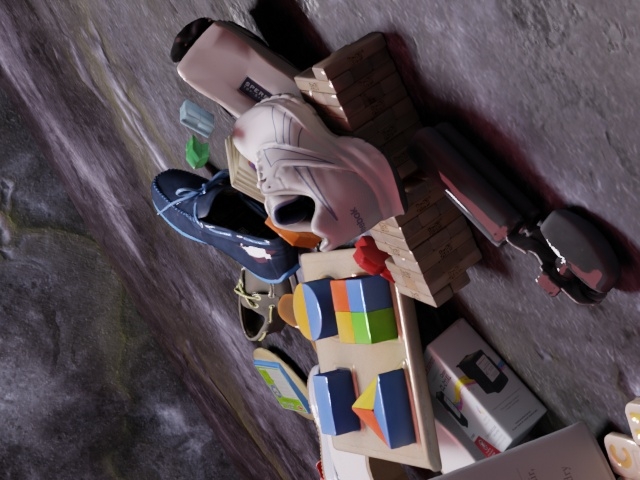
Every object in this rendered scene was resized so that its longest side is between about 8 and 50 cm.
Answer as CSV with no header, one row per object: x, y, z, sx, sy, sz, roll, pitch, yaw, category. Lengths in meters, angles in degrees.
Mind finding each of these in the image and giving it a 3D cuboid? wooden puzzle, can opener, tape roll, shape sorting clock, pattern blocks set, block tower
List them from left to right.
-0.073,0.316,2.560,0.206,0.040,0.206,42,155,25,shape sorting clock
-0.041,-0.074,1.540,0.324,0.026,0.285,24,-155,-30,pattern blocks set
0.050,0.174,1.732,0.348,0.080,0.322,-7,94,66,wooden puzzle
0.085,-0.086,1.416,0.097,0.091,0.335,19,140,58,block tower
0.170,0.387,1.902,0.392,0.072,0.392,31,138,33,tape roll
0.213,-0.036,1.258,0.280,0.074,0.093,44,124,23,can opener

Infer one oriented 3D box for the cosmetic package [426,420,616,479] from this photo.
0.212,0.488,1.480,0.329,0.393,0.327,79,170,-62,cosmetic package

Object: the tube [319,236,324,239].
-0.053,-0.093,1.792,0.240,0.062,0.070,47,120,34,tube

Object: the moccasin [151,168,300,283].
-0.164,-0.057,2.050,0.342,0.138,0.117,27,146,27,moccasin

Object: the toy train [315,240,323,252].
0.000,0.000,1.870,0.036,0.027,0.158,49,164,50,toy train

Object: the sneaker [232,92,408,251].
-0.030,-0.083,1.358,0.297,0.129,0.111,32,152,50,sneaker

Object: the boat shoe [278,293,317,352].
0.011,0.157,2.063,0.073,0.073,0.207,19,-163,-47,boat shoe

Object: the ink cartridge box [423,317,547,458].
0.221,0.212,1.630,0.175,0.072,0.127,48,160,17,ink cartridge box

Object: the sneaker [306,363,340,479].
0.070,0.334,2.176,0.099,0.153,0.282,32,-144,-43,sneaker

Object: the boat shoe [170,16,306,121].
-0.037,-0.178,1.553,0.340,0.127,0.158,42,-165,-5,boat shoe

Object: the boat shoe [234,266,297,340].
-0.110,0.101,2.201,0.109,0.091,0.305,46,160,22,boat shoe

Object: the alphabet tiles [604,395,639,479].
0.426,0.313,1.295,0.278,0.021,0.284,4,115,64,alphabet tiles

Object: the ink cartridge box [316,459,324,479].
0.088,0.504,2.352,0.078,0.134,0.231,35,154,45,ink cartridge box
